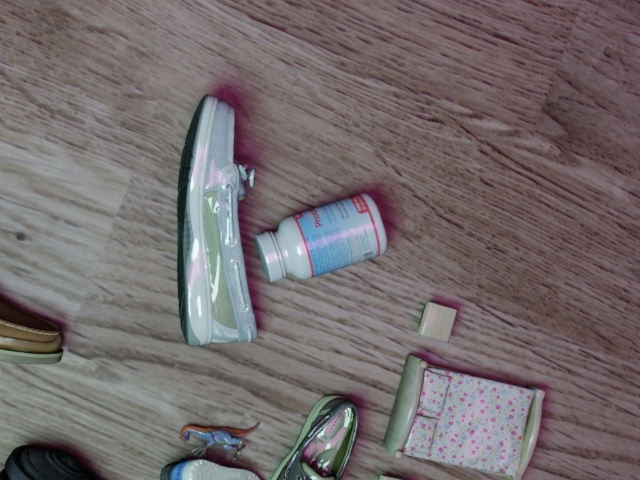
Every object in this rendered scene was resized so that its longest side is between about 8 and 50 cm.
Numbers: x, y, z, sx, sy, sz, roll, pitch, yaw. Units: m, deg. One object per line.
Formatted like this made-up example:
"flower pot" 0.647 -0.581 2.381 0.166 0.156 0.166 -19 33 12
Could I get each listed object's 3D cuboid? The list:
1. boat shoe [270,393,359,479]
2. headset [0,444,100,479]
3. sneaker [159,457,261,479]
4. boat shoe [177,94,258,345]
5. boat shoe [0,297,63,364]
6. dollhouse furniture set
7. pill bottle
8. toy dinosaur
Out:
"boat shoe" -0.012 0.306 1.170 0.080 0.073 0.223 28 76 -6
"headset" -0.382 0.351 1.065 0.243 0.185 0.394 -35 108 -8
"sneaker" -0.143 0.326 1.176 0.152 0.085 0.058 33 56 -41
"boat shoe" -0.127 -0.024 1.142 0.103 0.118 0.320 0 95 -16
"boat shoe" -0.454 0.065 1.084 0.308 0.111 0.104 19 89 -10
"dollhouse furniture set" 0.253 0.293 1.180 0.303 0.174 0.355 15 89 -10
"pill bottle" 0.000 0.000 1.174 0.160 0.087 0.087 -18 94 -10
"toy dinosaur" -0.142 0.262 1.190 0.082 0.047 0.090 36 52 0
